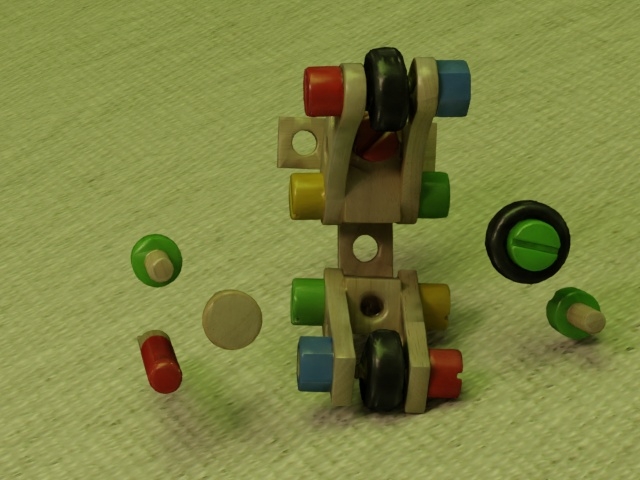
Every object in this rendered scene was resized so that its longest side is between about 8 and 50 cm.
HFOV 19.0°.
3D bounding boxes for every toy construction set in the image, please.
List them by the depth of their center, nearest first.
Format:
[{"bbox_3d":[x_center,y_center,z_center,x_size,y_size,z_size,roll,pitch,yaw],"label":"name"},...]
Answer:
[{"bbox_3d":[0.000,0.000,1.397,0.309,0.257,0.237,-25,11,-5],"label":"toy construction set"}]
